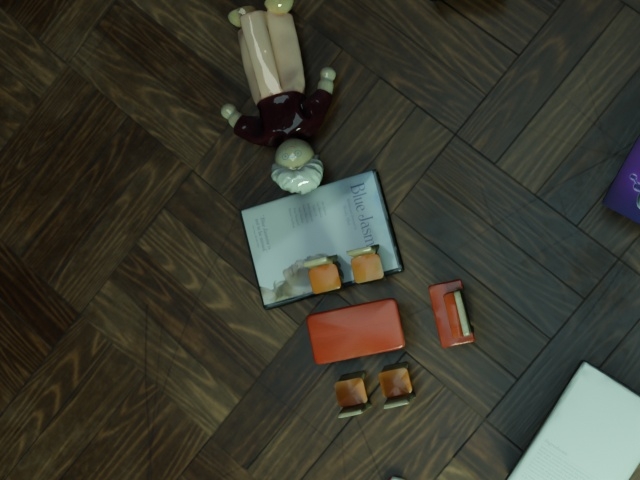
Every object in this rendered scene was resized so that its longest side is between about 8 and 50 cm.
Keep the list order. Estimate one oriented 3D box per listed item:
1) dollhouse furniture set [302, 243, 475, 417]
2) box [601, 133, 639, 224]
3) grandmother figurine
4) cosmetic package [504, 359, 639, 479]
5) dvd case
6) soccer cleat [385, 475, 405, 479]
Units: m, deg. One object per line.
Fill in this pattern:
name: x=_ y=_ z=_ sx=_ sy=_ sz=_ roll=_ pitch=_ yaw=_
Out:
dollhouse furniture set: x=0.107 y=0.133 z=1.516 sx=0.259 sy=0.135 sz=0.262 roll=-14 pitch=87 yaw=12
box: x=0.559 y=-0.130 z=1.396 sx=0.184 sy=0.103 sz=0.261 roll=29 pitch=126 yaw=14
grandmother figurine: x=-0.073 y=-0.239 z=1.636 sx=0.208 sy=0.104 sz=0.342 roll=-20 pitch=77 yaw=20
cosmetic package: x=0.382 y=0.302 z=1.394 sx=0.138 sy=0.224 sz=0.224 roll=31 pitch=93 yaw=16
dvd case: x=0.000 y=0.000 z=1.629 sx=0.253 sy=0.022 sz=0.180 roll=-17 pitch=80 yaw=12
soccer cleat: x=0.122 y=0.425 z=1.550 sx=0.036 sy=0.029 sz=0.083 roll=0 pitch=79 yaw=19
